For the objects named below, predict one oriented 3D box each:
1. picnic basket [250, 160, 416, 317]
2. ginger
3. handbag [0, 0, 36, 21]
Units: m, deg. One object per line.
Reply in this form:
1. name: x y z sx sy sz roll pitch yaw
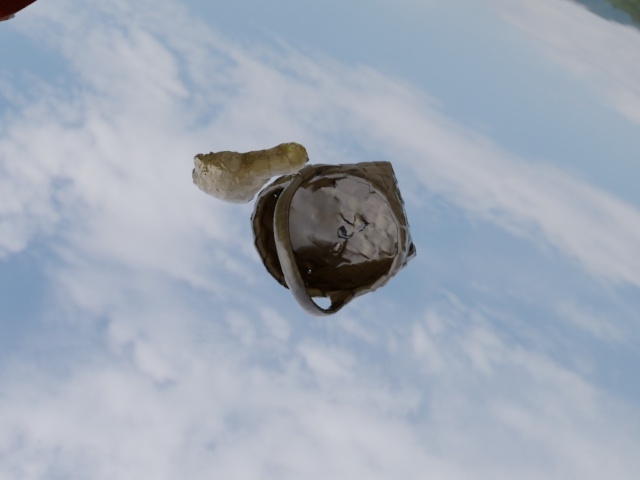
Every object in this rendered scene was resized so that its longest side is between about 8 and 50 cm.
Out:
1. picnic basket: 0.000 0.000 1.756 0.337 0.293 0.337 -17 -167 4
2. ginger: -0.096 -0.089 1.234 0.165 0.096 0.067 -6 -130 3
3. handbag: -0.342 -0.409 1.058 0.171 0.298 0.151 34 174 18
